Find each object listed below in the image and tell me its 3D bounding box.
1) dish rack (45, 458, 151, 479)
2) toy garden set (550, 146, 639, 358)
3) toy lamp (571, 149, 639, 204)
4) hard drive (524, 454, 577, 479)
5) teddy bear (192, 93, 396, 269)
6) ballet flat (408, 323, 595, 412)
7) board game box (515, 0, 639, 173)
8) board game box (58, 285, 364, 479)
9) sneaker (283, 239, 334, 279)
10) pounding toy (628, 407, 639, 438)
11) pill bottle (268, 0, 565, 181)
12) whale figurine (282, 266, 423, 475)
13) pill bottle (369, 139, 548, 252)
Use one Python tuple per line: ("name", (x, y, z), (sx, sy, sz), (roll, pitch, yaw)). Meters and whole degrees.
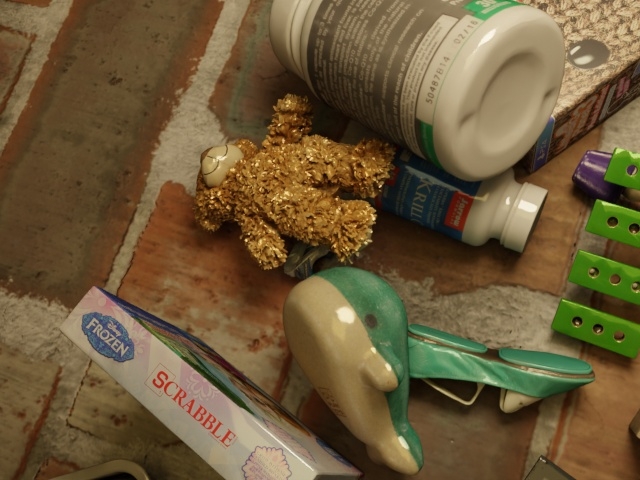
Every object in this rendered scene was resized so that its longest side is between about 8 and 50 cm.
("dish rack", (-0.348, 0.469, 0.938), (0.332, 0.072, 0.286), (-18, 68, 6))
("toy garden set", (0.430, 0.030, 0.882), (0.203, 0.049, 0.244), (20, 102, 16))
("toy lamp", (0.467, -0.039, 0.921), (0.274, 0.080, 0.080), (32, 81, 18))
("hard drive", (0.303, 0.344, 0.858), (0.135, 0.022, 0.094), (35, 82, 21))
("teddy bear", (-0.052, -0.079, 0.970), (0.338, 0.113, 0.245), (33, 101, 36))
("ballet flat", (0.221, 0.175, 0.913), (0.247, 0.083, 0.087), (11, 99, 16))
("board game box", (0.342, -0.285, 0.994), (0.291, 0.141, 0.232), (-36, 68, -1))
("board game box", (-0.109, 0.203, 0.840), (0.318, 0.319, 0.066), (35, 82, 20))
("sneaker", (0.000, 0.000, 1.031), (0.058, 0.052, 0.135), (27, 87, 9))
("pounding toy", (0.455, 0.222, 0.818), (0.141, 0.130, 0.100), (33, 94, 20))
("pill bottle", (0.103, -0.235, 0.890), (0.204, 0.204, 0.361), (-48, 50, -6))
("whale figurine", (0.064, 0.158, 0.896), (0.141, 0.216, 0.272), (-28, 91, -23))
("pill bottle", (0.189, -0.066, 0.965), (0.221, 0.124, 0.124), (23, 78, 19))
